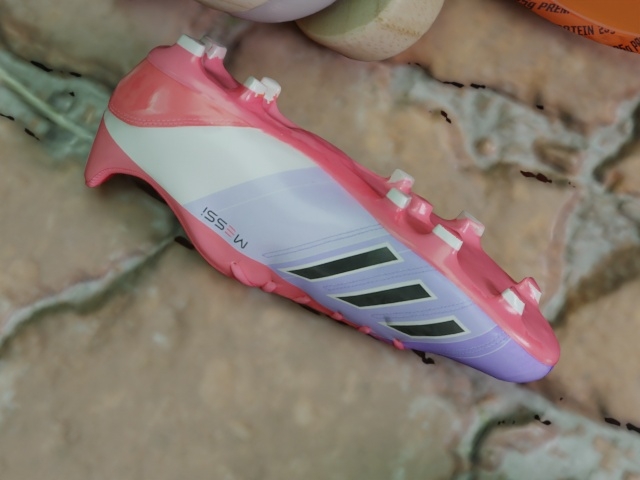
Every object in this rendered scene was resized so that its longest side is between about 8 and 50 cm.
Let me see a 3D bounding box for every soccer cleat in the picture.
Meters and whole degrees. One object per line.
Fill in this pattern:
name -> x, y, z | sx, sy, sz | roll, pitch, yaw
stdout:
soccer cleat -> 0.000, 0.000, 0.950 | 0.248, 0.083, 0.095 | 37, 103, 8

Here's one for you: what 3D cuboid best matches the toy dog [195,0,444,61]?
toy dog -> -0.028, -0.237, 0.991 | 0.161, 0.220, 0.334 | -2, 57, 34

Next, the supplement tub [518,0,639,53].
supplement tub -> 0.200, -0.271, 0.974 | 0.207, 0.207, 0.338 | 22, 71, 9
